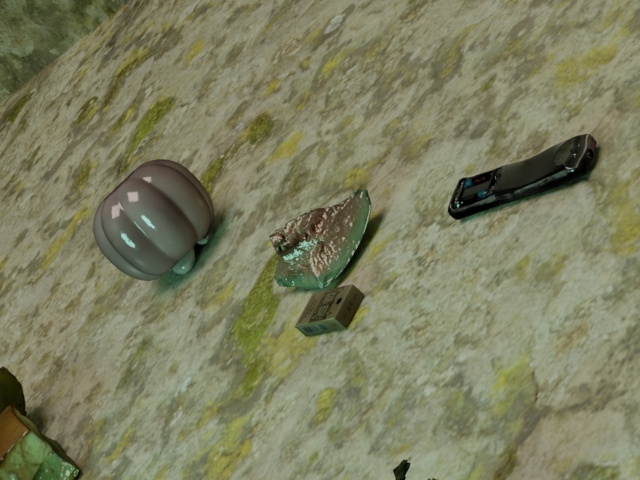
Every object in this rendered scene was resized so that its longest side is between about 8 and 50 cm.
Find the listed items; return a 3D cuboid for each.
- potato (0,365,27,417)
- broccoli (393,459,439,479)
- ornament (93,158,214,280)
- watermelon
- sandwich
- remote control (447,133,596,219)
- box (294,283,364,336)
[{"bbox_3d":[-0.515,0.312,2.545,0.176,0.141,0.298,-42,27,50],"label":"potato"},{"bbox_3d":[0.078,0.267,1.556,0.131,0.120,0.130,-46,55,-6],"label":"broccoli"},{"bbox_3d":[-0.238,-0.025,2.570,0.177,0.177,0.177,-39,24,21],"label":"ornament"},{"bbox_3d":[0.009,0.003,2.179,0.155,0.080,0.101,-34,31,-5],"label":"watermelon"},{"bbox_3d":[-0.445,0.351,2.382,0.220,0.108,0.186,-49,21,-6],"label":"sandwich"},{"bbox_3d":[0.221,-0.069,1.950,0.212,0.028,0.059,-21,34,49],"label":"remote control"},{"bbox_3d":[0.010,0.084,2.095,0.083,0.024,0.053,-19,37,53],"label":"box"}]
